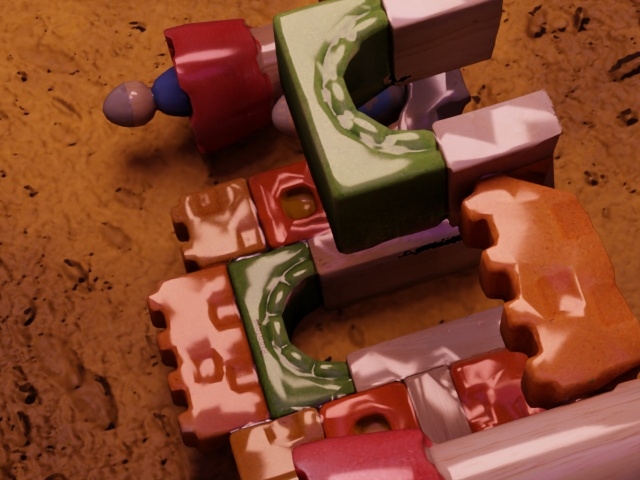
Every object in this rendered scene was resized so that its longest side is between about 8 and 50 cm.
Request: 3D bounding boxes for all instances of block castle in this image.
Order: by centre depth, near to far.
[{"bbox_3d":[0.000,0.000,0.726,0.213,0.303,0.453,-17,64,-4],"label":"block castle"}]
